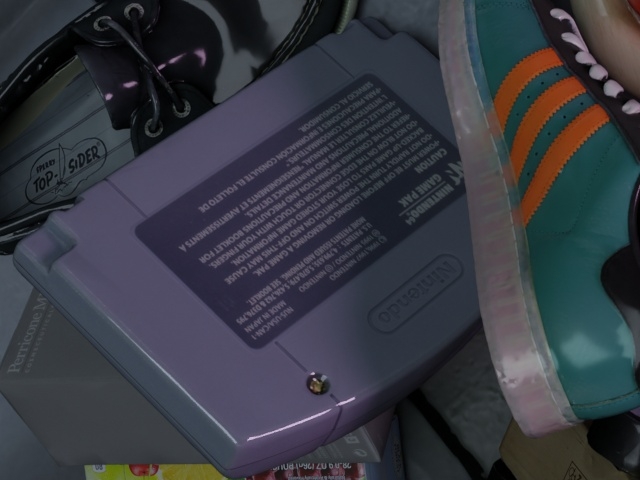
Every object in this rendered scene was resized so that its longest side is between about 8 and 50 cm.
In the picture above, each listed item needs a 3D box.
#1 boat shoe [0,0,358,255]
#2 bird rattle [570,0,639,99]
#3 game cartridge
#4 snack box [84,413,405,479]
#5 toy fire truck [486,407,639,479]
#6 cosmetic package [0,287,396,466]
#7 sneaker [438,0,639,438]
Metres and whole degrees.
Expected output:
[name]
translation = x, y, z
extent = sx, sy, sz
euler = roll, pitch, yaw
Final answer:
[boat shoe]
translation = -0.129, -0.092, 1.113
extent = 0.340, 0.113, 0.127
euler = -27, 84, 25
[bird rattle]
translation = 0.234, -0.135, 0.965
extent = 0.207, 0.143, 0.253
euler = 37, 123, 29
[game cartridge]
translation = 0.000, 0.000, 0.985
extent = 0.198, 0.297, 0.062
euler = 46, 144, 11
[snack box]
translation = -0.044, 0.206, 1.134
extent = 0.207, 0.070, 0.174
euler = -3, 96, 26
[toy fire truck]
translation = 0.246, 0.143, 0.954
extent = 0.246, 0.217, 0.158
euler = 16, 106, -21
[cosmetic package]
translation = -0.069, 0.066, 1.085
extent = 0.238, 0.127, 0.107
euler = -3, 138, 22
[sneaker]
translation = 0.142, -0.043, 0.934
extent = 0.121, 0.108, 0.302
euler = -17, 58, 17
